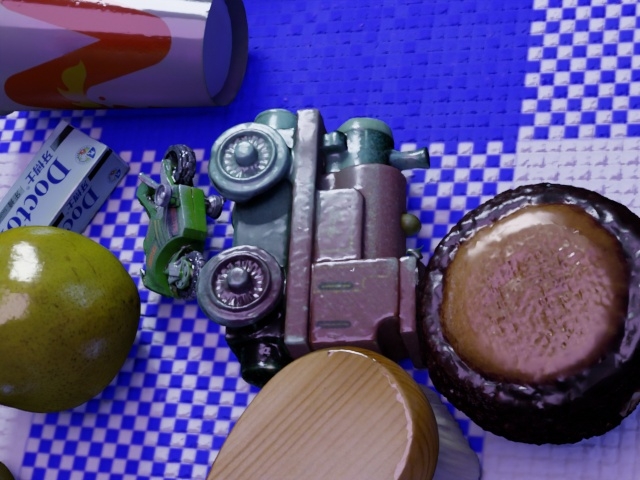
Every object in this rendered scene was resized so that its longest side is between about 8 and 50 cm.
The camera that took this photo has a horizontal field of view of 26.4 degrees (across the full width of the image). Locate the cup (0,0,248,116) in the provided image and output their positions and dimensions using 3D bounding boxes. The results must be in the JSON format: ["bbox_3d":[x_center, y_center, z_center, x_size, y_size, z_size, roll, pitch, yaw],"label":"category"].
[{"bbox_3d":[-0.239,-0.227,1.538,0.289,0.203,0.203,6,69,17],"label":"cup"}]

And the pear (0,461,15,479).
[{"bbox_3d":[-0.379,0.283,1.399,0.141,0.104,0.141,-8,68,20],"label":"pear"}]

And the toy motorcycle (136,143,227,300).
[{"bbox_3d":[-0.155,-0.009,1.453,0.106,0.074,0.190,-44,45,43],"label":"toy motorcycle"}]

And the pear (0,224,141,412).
[{"bbox_3d":[-0.286,0.082,1.403,0.198,0.198,0.198,-9,64,19],"label":"pear"}]

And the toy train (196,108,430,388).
[{"bbox_3d":[0.000,0.000,1.356,0.222,0.150,0.304,-4,63,11],"label":"toy train"}]

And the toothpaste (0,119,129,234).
[{"bbox_3d":[-0.350,0.023,1.529,0.081,0.067,0.336,31,81,28],"label":"toothpaste"}]

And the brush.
[{"bbox_3d":[0.001,0.224,1.229,0.267,0.166,0.174,-41,60,1],"label":"brush"}]

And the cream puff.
[{"bbox_3d":[0.205,0.068,1.217,0.239,0.165,0.239,-9,64,19],"label":"cream puff"}]
